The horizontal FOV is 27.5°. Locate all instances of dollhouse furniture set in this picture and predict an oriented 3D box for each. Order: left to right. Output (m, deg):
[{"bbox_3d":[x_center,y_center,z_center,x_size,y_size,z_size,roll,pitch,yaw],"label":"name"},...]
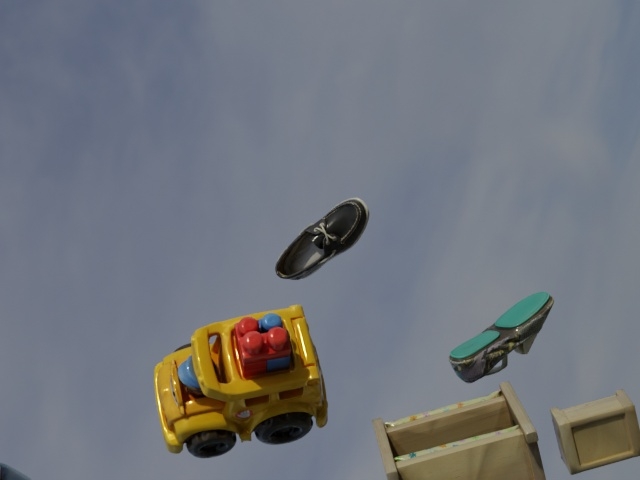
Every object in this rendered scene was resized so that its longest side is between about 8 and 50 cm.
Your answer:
[{"bbox_3d":[0.149,0.197,0.985,0.101,0.182,0.160,-105,-1,-73],"label":"dollhouse furniture set"}]

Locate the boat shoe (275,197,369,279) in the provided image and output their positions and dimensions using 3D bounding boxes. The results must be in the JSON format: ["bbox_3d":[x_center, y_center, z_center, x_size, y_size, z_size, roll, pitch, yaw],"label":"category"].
[{"bbox_3d":[0.000,0.000,1.397,0.125,0.046,0.038,-38,-13,28],"label":"boat shoe"}]

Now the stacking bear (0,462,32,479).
[{"bbox_3d":[-0.260,0.287,1.124,0.164,0.289,0.175,-53,21,-16],"label":"stacking bear"}]

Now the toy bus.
[{"bbox_3d":[-0.104,0.163,1.642,0.211,0.220,0.149,90,167,-61],"label":"toy bus"}]

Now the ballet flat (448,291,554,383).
[{"bbox_3d":[0.158,0.086,1.116,0.114,0.041,0.041,-32,-37,-24],"label":"ballet flat"}]
